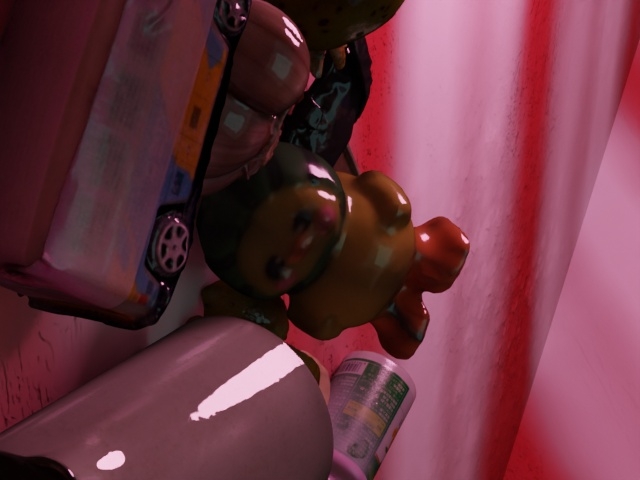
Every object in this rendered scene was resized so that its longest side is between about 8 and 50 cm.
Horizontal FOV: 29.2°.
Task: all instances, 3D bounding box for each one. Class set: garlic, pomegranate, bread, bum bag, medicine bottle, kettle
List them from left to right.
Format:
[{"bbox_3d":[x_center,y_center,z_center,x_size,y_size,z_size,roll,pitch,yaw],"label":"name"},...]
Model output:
[{"bbox_3d":[-0.209,0.285,1.249,0.361,0.250,0.376,-56,164,29],"label":"kettle"},{"bbox_3d":[-0.115,-0.136,1.208,0.214,0.191,0.160,-39,-152,65],"label":"garlic"},{"bbox_3d":[-0.068,0.115,1.500,0.065,0.187,0.149,-46,-164,47],"label":"bread"},{"bbox_3d":[-0.014,-0.287,1.367,0.231,0.231,0.286,-47,163,-48],"label":"pomegranate"},{"bbox_3d":[-0.007,-0.142,1.593,0.310,0.074,0.137,-62,153,2],"label":"bum bag"},{"bbox_3d":[0.035,0.306,1.859,0.274,0.133,0.133,-55,149,-37],"label":"medicine bottle"}]

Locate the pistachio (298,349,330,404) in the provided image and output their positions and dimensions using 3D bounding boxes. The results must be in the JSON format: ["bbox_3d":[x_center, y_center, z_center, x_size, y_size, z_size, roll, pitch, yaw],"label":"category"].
[{"bbox_3d":[-0.063,0.238,1.630,0.200,0.117,0.145,-66,154,-7],"label":"pistachio"}]

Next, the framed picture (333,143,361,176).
[{"bbox_3d":[0.025,-0.011,1.801,0.189,0.023,0.260,-64,153,-25],"label":"framed picture"}]

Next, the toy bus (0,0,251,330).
[{"bbox_3d":[-0.186,-0.130,1.059,0.162,0.171,0.386,33,69,-61],"label":"toy bus"}]

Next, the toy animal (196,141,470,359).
[{"bbox_3d":[-0.002,-0.002,1.483,0.338,0.191,0.216,23,103,-33],"label":"toy animal"}]
